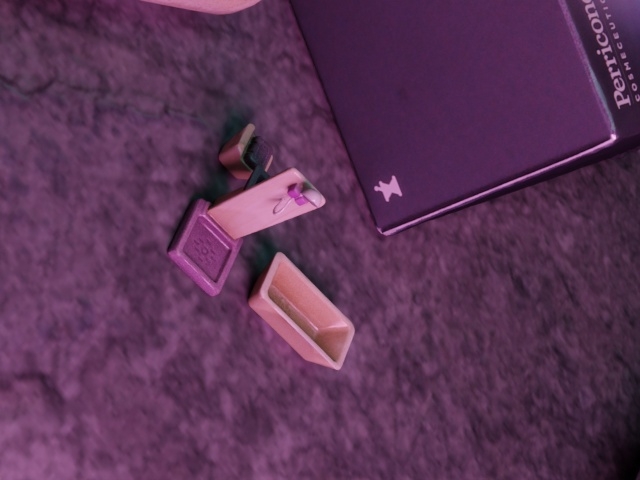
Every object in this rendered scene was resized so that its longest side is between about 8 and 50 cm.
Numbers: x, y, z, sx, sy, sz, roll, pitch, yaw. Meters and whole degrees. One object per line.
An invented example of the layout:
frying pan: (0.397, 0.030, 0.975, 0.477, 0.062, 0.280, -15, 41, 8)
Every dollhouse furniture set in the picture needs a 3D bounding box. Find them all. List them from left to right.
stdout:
dollhouse furniture set: (0.000, 0.000, 0.904, 0.114, 0.081, 0.091, 46, 44, -24)

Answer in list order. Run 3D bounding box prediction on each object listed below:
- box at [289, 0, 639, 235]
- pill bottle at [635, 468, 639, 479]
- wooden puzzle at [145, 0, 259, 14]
box: (0.129, -0.189, 1.063, 0.294, 0.183, 0.296, -20, 88, -49)
pill bottle: (0.246, 0.177, 1.070, 0.121, 0.121, 0.216, 54, 41, -16)
wooden puzzle: (-0.171, -0.292, 0.858, 0.322, 0.080, 0.347, 3, 75, -47)
